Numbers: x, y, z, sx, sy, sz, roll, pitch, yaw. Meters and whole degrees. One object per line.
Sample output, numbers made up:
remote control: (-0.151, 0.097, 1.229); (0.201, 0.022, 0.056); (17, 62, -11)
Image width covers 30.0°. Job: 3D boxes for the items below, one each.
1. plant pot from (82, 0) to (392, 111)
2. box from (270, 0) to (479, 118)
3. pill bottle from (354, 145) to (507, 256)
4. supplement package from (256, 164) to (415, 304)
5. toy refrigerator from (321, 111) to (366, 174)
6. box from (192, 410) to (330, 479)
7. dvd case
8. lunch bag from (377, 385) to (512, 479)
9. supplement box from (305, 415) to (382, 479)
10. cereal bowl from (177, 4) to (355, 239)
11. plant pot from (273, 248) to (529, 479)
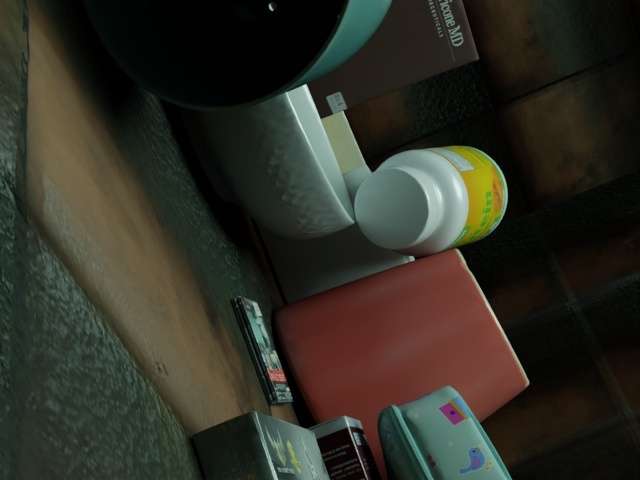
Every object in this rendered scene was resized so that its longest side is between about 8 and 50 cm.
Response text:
plant pot: (-0.054, -0.281, 1.172); (0.235, 0.293, 0.293); (-23, 91, -64)
box: (0.016, -0.294, 1.719); (0.191, 0.381, 0.143); (61, 9, -51)
pill bottle: (0.142, -0.051, 1.553); (0.245, 0.136, 0.136); (-13, 80, -62)
supplement package: (0.034, 0.016, 1.746); (0.293, 0.177, 0.175); (27, 41, -82)
toy refrigerator: (0.019, -0.161, 2.189); (0.102, 0.094, 0.270); (-120, -174, -73)
box: (-0.022, 0.244, 0.990); (0.231, 0.056, 0.183); (50, 19, -72)
dvd case: (-0.062, 0.120, 1.294); (0.087, 0.013, 0.119); (37, 33, -79)
lunch bag: (0.143, 0.305, 1.310); (0.279, 0.107, 0.224); (82, -17, -48)
supplement box: (0.044, 0.310, 1.259); (0.130, 0.073, 0.239); (51, 17, -76)
cereal bowl: (-0.083, -0.148, 1.464); (0.339, 0.141, 0.339); (-21, 90, -84)
plant pot: (0.109, 0.150, 1.492); (0.275, 0.243, 0.275); (62, 5, -9)
